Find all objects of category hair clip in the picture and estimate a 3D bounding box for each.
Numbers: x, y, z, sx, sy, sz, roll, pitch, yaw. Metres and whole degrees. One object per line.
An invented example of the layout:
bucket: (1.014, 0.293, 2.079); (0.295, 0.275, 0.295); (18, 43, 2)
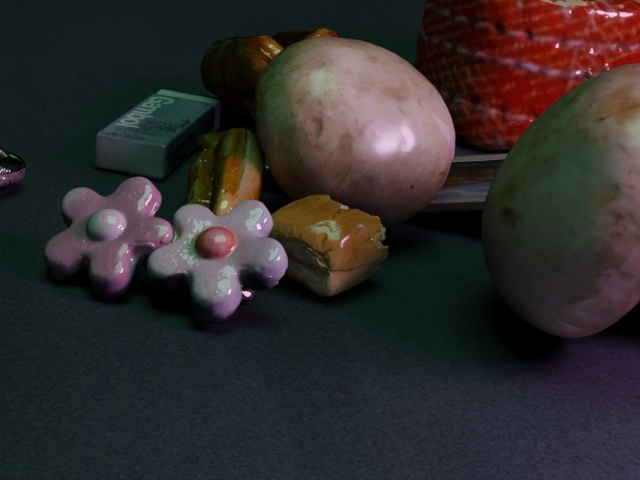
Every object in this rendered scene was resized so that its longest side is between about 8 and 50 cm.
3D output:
hair clip: (-0.152, 0.008, 1.412); (0.257, 0.075, 0.146); (16, 62, 13)

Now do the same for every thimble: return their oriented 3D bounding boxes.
thimble: (0.310, -0.264, 1.985); (0.350, 0.231, 0.350); (7, 22, -3)

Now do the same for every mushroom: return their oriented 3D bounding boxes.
mushroom: (0.316, -0.014, 1.399); (0.290, 0.297, 0.297); (40, 24, -5)
mushroom: (0.037, -0.123, 1.613); (0.254, 0.184, 0.255); (12, 41, -11)

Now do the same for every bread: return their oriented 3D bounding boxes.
bread: (-0.001, 0.000, 1.474); (0.125, 0.082, 0.106); (24, 23, 30)

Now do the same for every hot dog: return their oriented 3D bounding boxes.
hot dog: (-0.101, -0.050, 1.565); (0.076, 0.102, 0.249); (44, 18, -19)
hot dog: (-0.060, -0.211, 1.849); (0.158, 0.117, 0.349); (-9, 9, -13)

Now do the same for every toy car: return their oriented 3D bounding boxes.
toy car: (-0.402, -0.094, 1.624); (0.142, 0.055, 0.069); (19, 23, 24)

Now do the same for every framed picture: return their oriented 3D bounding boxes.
framed picture: (0.196, -0.070, 1.693); (0.249, 0.016, 0.184); (-2, 20, 22)

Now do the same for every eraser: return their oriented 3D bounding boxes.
eraser: (-0.200, -0.137, 1.783); (0.091, 0.046, 0.212); (11, 24, 11)

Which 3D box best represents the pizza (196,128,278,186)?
pizza: (-0.056, -0.111, 1.772); (0.184, 0.036, 0.176); (14, 26, 10)
